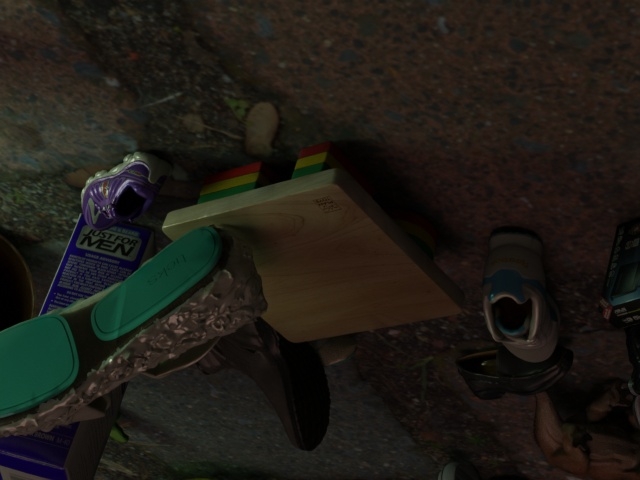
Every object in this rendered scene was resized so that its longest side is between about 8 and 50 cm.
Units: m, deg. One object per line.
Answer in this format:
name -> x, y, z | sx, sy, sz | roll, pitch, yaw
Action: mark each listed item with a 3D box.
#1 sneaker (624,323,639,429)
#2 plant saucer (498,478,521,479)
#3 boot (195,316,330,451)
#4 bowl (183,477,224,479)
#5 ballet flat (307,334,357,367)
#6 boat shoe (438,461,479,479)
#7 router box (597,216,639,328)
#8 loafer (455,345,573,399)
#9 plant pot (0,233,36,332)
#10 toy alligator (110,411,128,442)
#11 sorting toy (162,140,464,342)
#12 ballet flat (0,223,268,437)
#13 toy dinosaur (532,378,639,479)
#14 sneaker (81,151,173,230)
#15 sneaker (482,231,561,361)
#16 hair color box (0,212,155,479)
sneaker -> 0.446, 0.182, 1.639 | 0.268, 0.153, 0.101 | 33, 144, -24
plant saucer -> 0.295, 0.382, 2.134 | 0.083, 0.015, 0.083 | 11, 147, 7
boot -> -0.089, 0.161, 1.851 | 0.161, 0.083, 0.246 | -9, 105, 36
bowl -> -0.153, 0.530, 2.394 | 0.289, 0.289, 0.156 | -13, 179, 38
ballet flat -> -0.030, 0.142, 1.881 | 0.168, 0.057, 0.052 | -11, 129, 35
boat shoe -> 0.211, 0.407, 2.145 | 0.076, 0.083, 0.226 | -3, 143, 26
router box -> 0.348, 0.027, 1.476 | 0.038, 0.122, 0.092 | 41, 140, -26
loafer -> 0.244, 0.161, 1.785 | 0.061, 0.062, 0.170 | 41, 139, -26
plant pot -> -0.521, 0.096, 1.912 | 0.215, 0.215, 0.230 | 28, 159, -18
toy alligator -> -0.383, 0.265, 2.227 | 0.190, 0.056, 0.051 | 26, 104, -12
sorting toy -> 0.000, 0.000, 1.619 | 0.257, 0.089, 0.255 | -13, 137, 37
ballet flat -> -0.236, 0.131, 1.573 | 0.409, 0.147, 0.147 | -28, 134, 10
toy dinosaur -> 0.370, 0.284, 1.865 | 0.296, 0.127, 0.200 | 27, 153, -6
sneaker -> -0.241, -0.048, 1.669 | 0.068, 0.071, 0.170 | 30, 146, -20
sneaker -> 0.229, 0.087, 1.649 | 0.087, 0.092, 0.228 | 1, 146, 20
hair color box -> -0.302, 0.159, 1.757 | 0.110, 0.339, 0.185 | 15, 148, 5
